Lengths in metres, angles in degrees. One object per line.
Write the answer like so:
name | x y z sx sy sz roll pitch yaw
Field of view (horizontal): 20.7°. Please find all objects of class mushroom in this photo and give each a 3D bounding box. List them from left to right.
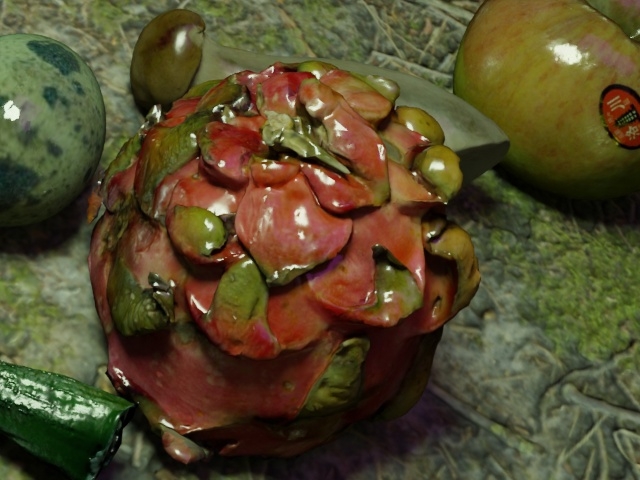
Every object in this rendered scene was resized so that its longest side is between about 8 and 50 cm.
mushroom | 0.000 -0.110 1.549 0.350 0.128 0.128 19 45 -14

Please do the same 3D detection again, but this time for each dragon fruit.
dragon fruit | 0.000 0.000 1.333 0.296 0.263 0.314 15 46 -34

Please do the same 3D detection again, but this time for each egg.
egg | -0.238 -0.092 1.375 0.141 0.141 0.182 27 38 -9

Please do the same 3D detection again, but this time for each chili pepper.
chili pepper | -0.247 0.100 1.245 0.227 0.088 0.059 27 29 -6

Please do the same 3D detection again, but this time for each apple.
apple | 0.258 -0.155 1.697 0.260 0.194 0.261 16 44 -17
